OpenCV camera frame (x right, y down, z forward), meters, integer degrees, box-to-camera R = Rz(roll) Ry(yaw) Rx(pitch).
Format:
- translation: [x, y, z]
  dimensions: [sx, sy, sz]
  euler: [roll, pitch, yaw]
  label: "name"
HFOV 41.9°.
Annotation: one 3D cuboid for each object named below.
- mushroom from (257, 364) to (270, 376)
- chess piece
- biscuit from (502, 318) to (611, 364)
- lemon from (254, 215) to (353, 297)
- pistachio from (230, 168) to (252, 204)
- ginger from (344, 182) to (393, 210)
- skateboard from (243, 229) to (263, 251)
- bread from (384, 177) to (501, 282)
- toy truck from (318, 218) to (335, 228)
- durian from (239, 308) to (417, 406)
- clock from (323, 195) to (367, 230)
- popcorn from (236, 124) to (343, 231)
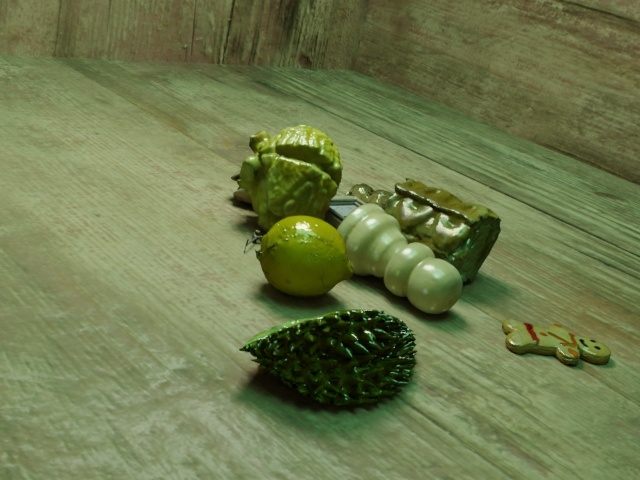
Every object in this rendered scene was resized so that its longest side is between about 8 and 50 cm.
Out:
- translation: [-0.012, 0.207, 1.521]
  dimensions: [0.026, 0.028, 0.286]
  euler: [-25, -10, 42]
  label: "mushroom"
- translation: [0.182, 0.055, 1.855]
  dimensions: [0.299, 0.167, 0.167]
  euler: [36, 30, 32]
  label: "chess piece"
- translation: [0.503, 0.216, 1.780]
  dimensions: [0.234, 0.030, 0.153]
  euler: [12, 23, 0]
  label: "biscuit"
- translation: [-0.030, 0.034, 1.730]
  dimensions: [0.206, 0.174, 0.173]
  euler: [21, 21, -3]
  label: "lemon"
- translation: [-0.123, -0.144, 2.194]
  dimensions: [0.223, 0.126, 0.152]
  euler: [-2, -9, -22]
  label: "pistachio"
- translation: [0.169, -0.101, 2.306]
  dimensions: [0.204, 0.080, 0.104]
  euler: [24, 18, 30]
  label: "ginger"
- translation: [-0.142, 0.009, 1.927]
  dimensions: [0.063, 0.032, 0.083]
  euler: [28, 21, 10]
  label: "skateboard"
- translation: [0.279, -0.022, 2.015]
  dimensions: [0.252, 0.239, 0.196]
  euler: [20, -15, 31]
  label: "bread"
- translation: [0.000, 0.000, 1.957]
  dimensions: [0.049, 0.083, 0.054]
  euler: [24, 39, 26]
  label: "toy truck"
- translation: [0.045, 0.200, 1.475]
  dimensions: [0.198, 0.163, 0.394]
  euler: [-10, -4, 41]
  label: "durian"
- translation: [0.078, -0.046, 2.127]
  dimensions: [0.146, 0.071, 0.192]
  euler: [-3, 27, -36]
  label: "clock"
- translation: [-0.068, -0.148, 2.021]
  dimensions: [0.257, 0.270, 0.224]
  euler: [-21, 6, -2]
  label: "popcorn"
